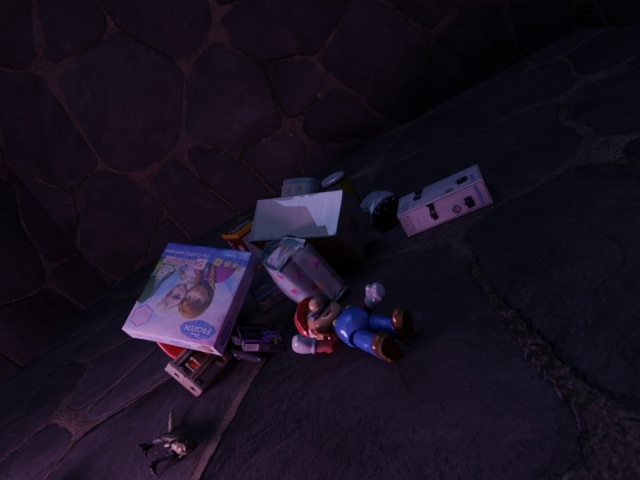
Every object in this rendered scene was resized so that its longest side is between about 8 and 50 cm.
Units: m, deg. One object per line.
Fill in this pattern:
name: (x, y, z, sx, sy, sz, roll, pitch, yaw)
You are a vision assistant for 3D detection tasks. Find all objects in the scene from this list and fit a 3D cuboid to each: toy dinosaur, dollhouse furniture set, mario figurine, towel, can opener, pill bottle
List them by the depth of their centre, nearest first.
mario figurine: (0.048, 0.187, 1.090, 0.198, 0.169, 0.321, -1, 0, -45)
toy dinosaur: (-0.384, 0.510, 1.141, 0.118, 0.063, 0.268, -33, 14, -27)
can opener: (-0.218, 0.330, 1.349, 0.059, 0.073, 0.186, -33, 25, -32)
dollhouse furniture set: (-0.387, 0.395, 1.392, 0.129, 0.129, 0.183, -49, 0, -41)
pill bottle: (0.098, -0.175, 1.916, 0.117, 0.214, 0.117, -29, 18, 10)
towel: (-0.110, -0.118, 2.025, 0.090, 0.319, 0.374, 8, 3, -19)

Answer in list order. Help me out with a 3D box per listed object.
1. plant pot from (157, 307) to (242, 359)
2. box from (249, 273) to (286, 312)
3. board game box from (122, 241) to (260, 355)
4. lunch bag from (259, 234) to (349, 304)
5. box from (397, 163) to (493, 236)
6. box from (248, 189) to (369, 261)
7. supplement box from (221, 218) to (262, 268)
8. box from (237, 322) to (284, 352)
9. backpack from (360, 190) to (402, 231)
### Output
plant pot: (-0.421, 0.250, 1.597, 0.275, 0.274, 0.243, -19, 11, 34)
box: (-0.147, 0.156, 1.690, 0.233, 0.059, 0.183, -34, 19, -8)
board game box: (-0.386, 0.163, 1.383, 0.319, 0.065, 0.317, 5, 57, 20)
lunch bag: (-0.070, 0.102, 1.432, 0.160, 0.223, 0.262, -47, 21, -15)
box: (0.404, -0.132, 1.509, 0.290, 0.087, 0.169, -24, 19, 24)
box: (-0.038, -0.039, 1.578, 0.346, 0.215, 0.168, -3, 66, 31)
supplement box: (-0.333, 0.015, 2.153, 0.129, 0.194, 0.191, -41, 20, -27)
box: (-0.179, 0.284, 1.342, 0.116, 0.029, 0.162, 5, 8, -18)
backpack: (0.231, -0.122, 1.724, 0.152, 0.115, 0.182, -37, 15, -7)
